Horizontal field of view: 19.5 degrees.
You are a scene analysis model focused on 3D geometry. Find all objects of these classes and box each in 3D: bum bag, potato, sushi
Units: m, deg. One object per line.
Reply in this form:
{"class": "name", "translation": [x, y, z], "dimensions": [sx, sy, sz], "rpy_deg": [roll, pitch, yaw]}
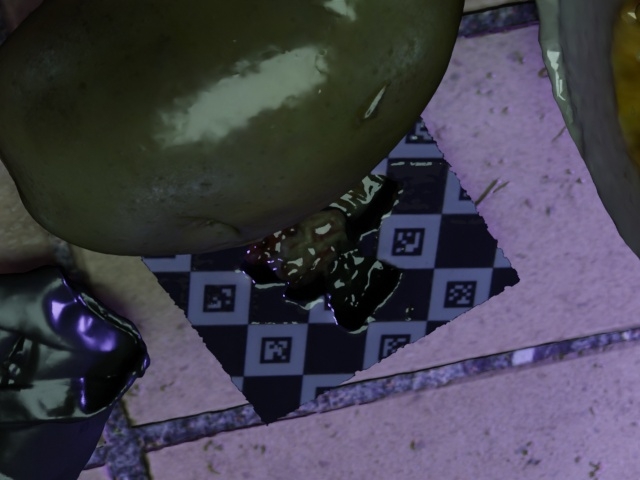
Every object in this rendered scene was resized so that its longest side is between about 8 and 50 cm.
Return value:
{"class": "bum bag", "translation": [-0.229, 0.159, 1.456], "dimensions": [0.142, 0.079, 0.326], "rpy_deg": [13, 123, -15]}
{"class": "potato", "translation": [-0.057, -0.115, 1.195], "dimensions": [0.326, 0.221, 0.243], "rpy_deg": [-31, 153, 7]}
{"class": "sushi", "translation": [0.000, 0.000, 1.407], "dimensions": [0.231, 0.047, 0.219], "rpy_deg": [-30, 121, 6]}

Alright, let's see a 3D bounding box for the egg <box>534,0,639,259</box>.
{"class": "egg", "translation": [0.358, -0.146, 1.196], "dimensions": [0.340, 0.354, 0.354], "rpy_deg": [-22, 129, -15]}
